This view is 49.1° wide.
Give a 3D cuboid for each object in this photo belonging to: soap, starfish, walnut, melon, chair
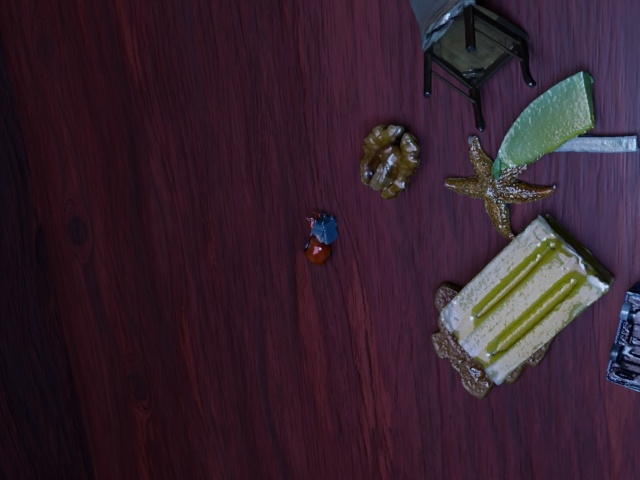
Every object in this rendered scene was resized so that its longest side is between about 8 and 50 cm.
[{"bbox_3d":[0.412,0.120,1.425,0.199,0.091,0.315,49,119,20],"label":"soap"},{"bbox_3d":[0.369,-0.109,1.447,0.227,0.043,0.240,-15,99,41],"label":"starfish"},{"bbox_3d":[0.157,-0.183,1.566,0.143,0.069,0.170,40,127,19],"label":"walnut"},{"bbox_3d":[0.429,-0.207,1.345,0.262,0.053,0.114,-44,73,36],"label":"melon"},{"bbox_3d":[0.284,-0.391,1.358,0.186,0.319,0.160,24,135,-24],"label":"chair"}]

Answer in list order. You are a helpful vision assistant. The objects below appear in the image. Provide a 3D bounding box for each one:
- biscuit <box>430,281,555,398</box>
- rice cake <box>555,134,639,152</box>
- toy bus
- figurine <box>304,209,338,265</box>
[{"bbox_3d":[0.385,0.214,1.545,0.302,0.043,0.278,-12,94,37],"label":"biscuit"},{"bbox_3d":[0.509,-0.182,1.317,0.171,0.029,0.033,7,106,37],"label":"rice cake"},{"bbox_3d":[0.607,0.182,1.320,0.090,0.106,0.184,17,110,29],"label":"toy bus"},{"bbox_3d":[0.000,0.000,1.759,0.075,0.068,0.140,19,123,28],"label":"figurine"}]
